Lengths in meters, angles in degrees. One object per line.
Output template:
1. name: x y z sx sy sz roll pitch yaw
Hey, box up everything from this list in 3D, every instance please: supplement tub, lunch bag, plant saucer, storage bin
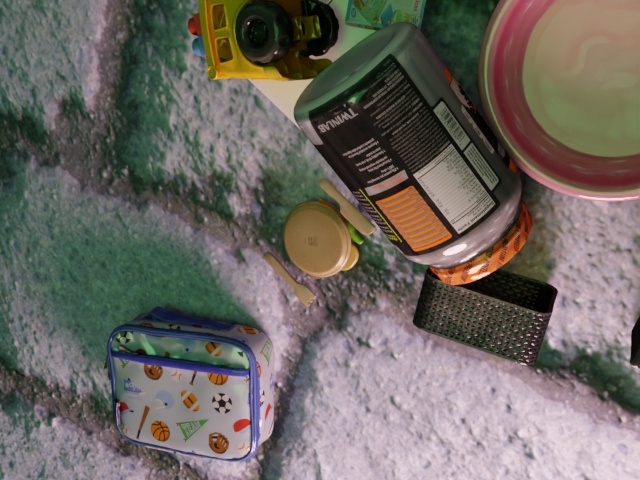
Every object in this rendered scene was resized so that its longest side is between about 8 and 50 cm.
1. supplement tub: 0.128 -0.104 1.062 0.194 0.193 0.316 -29 112 26
2. lunch bag: -0.229 0.243 1.411 0.304 0.115 0.243 5 106 19
3. plant saucer: 0.373 -0.219 1.043 0.332 0.084 0.332 7 109 20
4. storage bin: 0.236 0.094 1.172 0.180 0.122 0.084 19 112 15

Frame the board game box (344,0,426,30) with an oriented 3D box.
1. board game box: 0.098 -0.360 1.103 0.104 0.026 0.154 12 94 5

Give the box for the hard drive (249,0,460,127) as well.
1. hard drive: 0.019 -0.252 1.175 0.307 0.040 0.203 44 113 1

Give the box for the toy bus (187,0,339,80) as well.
1. toy bus: -0.101 -0.322 1.107 0.212 0.149 0.220 2 106 34

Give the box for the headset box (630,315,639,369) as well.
1. headset box: 0.565 0.094 1.038 0.283 0.131 0.246 28 114 12

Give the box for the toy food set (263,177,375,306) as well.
1. toy food set: 0.000 0.000 1.289 0.132 0.038 0.192 46 122 10
